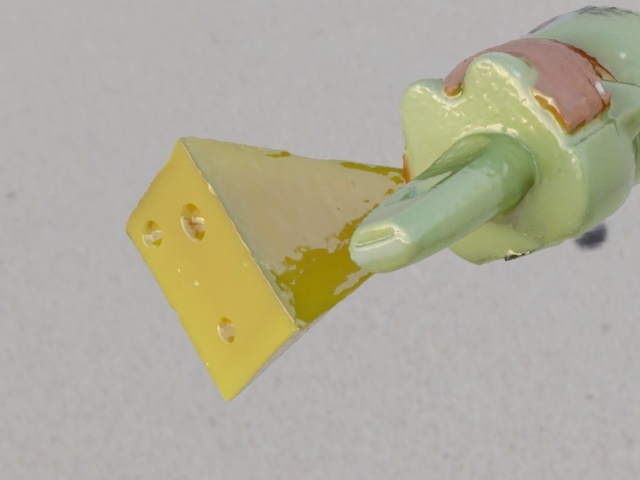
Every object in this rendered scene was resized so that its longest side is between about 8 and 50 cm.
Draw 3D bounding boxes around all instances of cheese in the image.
[{"bbox_3d":[0.000,0.000,0.926,0.171,0.093,0.126,-17,67,-38],"label":"cheese"}]

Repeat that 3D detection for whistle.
[{"bbox_3d":[0.109,-0.053,0.835,0.131,0.106,0.288,-17,9,43],"label":"whistle"}]
